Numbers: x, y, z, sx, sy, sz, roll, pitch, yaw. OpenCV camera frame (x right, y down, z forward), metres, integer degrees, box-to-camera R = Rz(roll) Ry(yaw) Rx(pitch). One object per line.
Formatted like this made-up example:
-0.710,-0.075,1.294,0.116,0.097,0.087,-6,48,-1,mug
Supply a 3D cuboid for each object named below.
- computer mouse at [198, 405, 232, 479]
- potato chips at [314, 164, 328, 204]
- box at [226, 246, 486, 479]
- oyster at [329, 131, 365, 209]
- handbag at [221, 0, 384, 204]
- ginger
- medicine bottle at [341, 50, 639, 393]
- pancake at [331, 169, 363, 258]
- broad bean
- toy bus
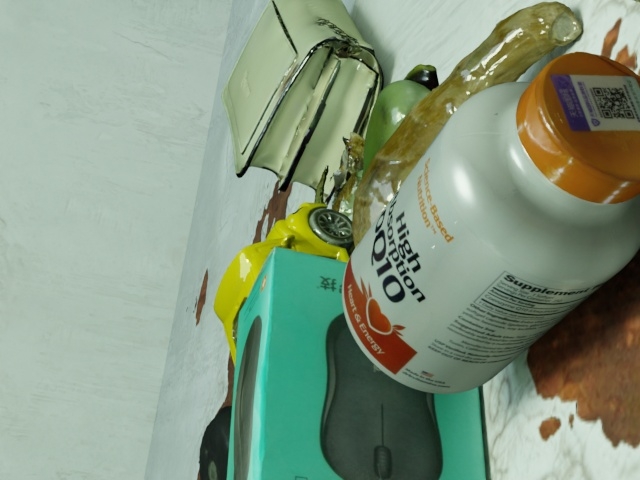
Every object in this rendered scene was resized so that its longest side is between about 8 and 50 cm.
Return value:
-0.061,0.333,1.290,0.323,0.116,0.183,-118,30,-47,computer mouse
0.000,0.000,1.438,0.142,0.026,0.209,-142,48,-73,potato chips
0.029,0.172,0.923,0.118,0.205,0.311,116,162,-49,box
0.041,-0.073,1.386,0.148,0.051,0.103,90,174,-48,oyster
-0.024,-0.232,1.573,0.358,0.160,0.236,-108,39,-62,handbag
0.118,-0.094,0.955,0.294,0.086,0.131,-53,12,20,ginger
0.132,-0.010,0.776,0.288,0.157,0.157,123,155,-54,medicine bottle
0.034,0.086,1.287,0.197,0.054,0.376,-174,95,-67,pancake
0.089,-0.072,1.120,0.169,0.100,0.228,-124,45,-72,broad bean
-0.018,0.107,1.147,0.144,0.152,0.330,-63,35,38,toy bus
